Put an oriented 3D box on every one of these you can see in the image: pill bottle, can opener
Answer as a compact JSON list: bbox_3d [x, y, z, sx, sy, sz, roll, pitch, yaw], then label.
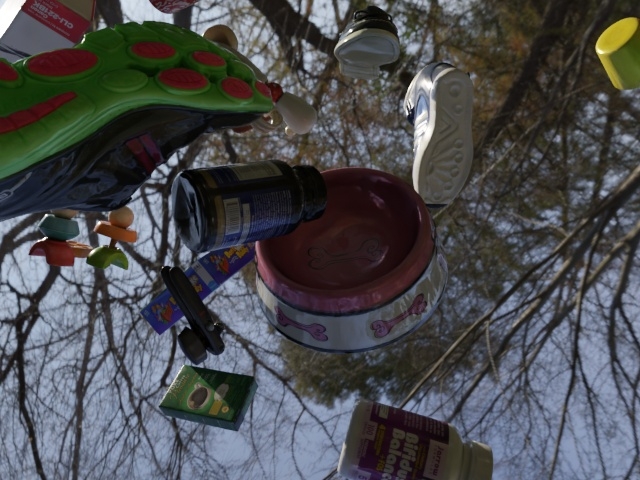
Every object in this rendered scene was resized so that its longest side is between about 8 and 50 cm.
[{"bbox_3d":[0.200,0.457,1.101,0.302,0.169,0.169,13,-138,8],"label":"pill bottle"},{"bbox_3d":[-0.102,-0.059,0.790,0.219,0.122,0.122,-13,-126,-36],"label":"pill bottle"},{"bbox_3d":[-0.208,0.120,0.849,0.059,0.186,0.073,2,-149,31],"label":"can opener"}]

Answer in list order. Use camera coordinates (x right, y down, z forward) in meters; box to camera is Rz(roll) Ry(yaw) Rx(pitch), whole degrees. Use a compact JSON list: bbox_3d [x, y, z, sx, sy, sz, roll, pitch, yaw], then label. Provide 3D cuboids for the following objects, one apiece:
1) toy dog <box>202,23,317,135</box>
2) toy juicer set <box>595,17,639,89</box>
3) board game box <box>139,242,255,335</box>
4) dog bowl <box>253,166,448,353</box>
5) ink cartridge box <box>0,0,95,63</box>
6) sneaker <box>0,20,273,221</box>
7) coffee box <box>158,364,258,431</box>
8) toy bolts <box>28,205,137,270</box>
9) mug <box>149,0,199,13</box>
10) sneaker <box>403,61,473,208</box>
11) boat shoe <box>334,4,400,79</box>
[{"bbox_3d":[-0.185,-0.334,1.193,0.333,0.161,0.220,49,-136,8],"label":"toy dog"},{"bbox_3d":[0.423,-0.171,0.490,0.089,0.209,0.329,33,-145,-25],"label":"toy juicer set"},{"bbox_3d":[-0.279,0.085,1.346,0.078,0.233,0.347,51,-157,-3],"label":"board game box"},{"bbox_3d":[0.050,0.015,1.048,0.408,0.150,0.408,-6,-131,7],"label":"dog bowl"},{"bbox_3d":[-0.589,-0.450,1.077,0.114,0.273,0.197,26,-139,-43],"label":"ink cartridge box"},{"bbox_3d":[-0.279,-0.159,0.707,0.483,0.202,0.185,-26,-109,-36],"label":"sneaker"},{"bbox_3d":[-0.236,0.329,1.093,0.184,0.040,0.113,2,-138,21],"label":"coffee box"},{"bbox_3d":[-0.583,-0.031,1.243,0.218,0.158,0.228,16,-178,23],"label":"toy bolts"},{"bbox_3d":[-0.261,-0.532,0.999,0.113,0.169,0.150,-28,-74,-52],"label":"mug"},{"bbox_3d":[0.272,-0.261,1.248,0.130,0.322,0.236,1,-160,-6],"label":"sneaker"},{"bbox_3d":[0.101,-0.418,1.062,0.127,0.113,0.340,10,-174,3],"label":"boat shoe"}]
